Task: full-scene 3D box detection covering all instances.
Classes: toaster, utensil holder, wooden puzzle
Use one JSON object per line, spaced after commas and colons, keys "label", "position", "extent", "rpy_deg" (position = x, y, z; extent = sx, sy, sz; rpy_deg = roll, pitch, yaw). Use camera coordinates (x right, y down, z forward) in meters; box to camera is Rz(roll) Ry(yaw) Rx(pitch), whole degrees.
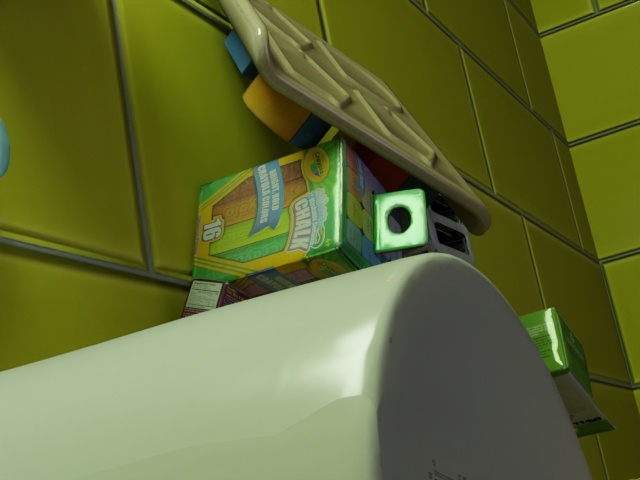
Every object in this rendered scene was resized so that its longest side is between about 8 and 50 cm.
{"label": "toaster", "position": [0.091, -0.001, 1.297], "extent": [0.227, 0.146, 0.129], "rpy_deg": [20, 55, -60]}
{"label": "utensil holder", "position": [-0.072, 0.203, 0.528], "extent": [0.327, 0.385, 0.327], "rpy_deg": [45, 35, -46]}
{"label": "wooden puzzle", "position": [0.004, -0.155, 1.147], "extent": [0.348, 0.080, 0.322], "rpy_deg": [34, 17, -33]}

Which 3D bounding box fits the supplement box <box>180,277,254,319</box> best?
{"label": "supplement box", "position": [-0.096, 0.082, 0.942], "extent": [0.055, 0.043, 0.083], "rpy_deg": [36, 65, -51]}

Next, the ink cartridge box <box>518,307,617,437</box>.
{"label": "ink cartridge box", "position": [0.298, 0.214, 1.534], "extent": [0.255, 0.189, 0.097], "rpy_deg": [43, 35, -49]}

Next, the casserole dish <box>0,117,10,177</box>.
{"label": "casserole dish", "position": [-0.286, -0.086, 0.700], "extent": [0.188, 0.037, 0.114], "rpy_deg": [31, 46, -56]}

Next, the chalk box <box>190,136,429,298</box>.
{"label": "chalk box", "position": [0.000, 0.000, 1.023], "extent": [0.132, 0.213, 0.132], "rpy_deg": [45, 35, -45]}

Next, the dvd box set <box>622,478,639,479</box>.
{"label": "dvd box set", "position": [0.139, 0.323, 0.718], "extent": [0.062, 0.420, 0.308], "rpy_deg": [-16, 85, -36]}
